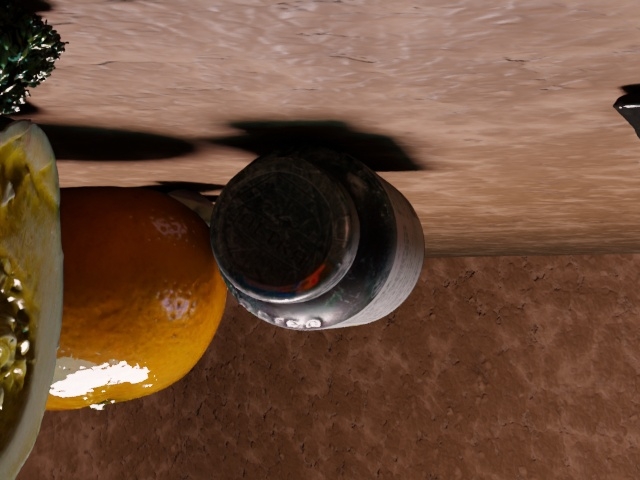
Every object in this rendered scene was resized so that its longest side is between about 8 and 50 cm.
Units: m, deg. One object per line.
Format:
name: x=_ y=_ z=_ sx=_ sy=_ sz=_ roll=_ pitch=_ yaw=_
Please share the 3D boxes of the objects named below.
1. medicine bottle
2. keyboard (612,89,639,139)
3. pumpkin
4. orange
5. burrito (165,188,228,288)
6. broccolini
medicine bottle: x=0.000 y=0.000 z=0.947 sx=0.142 sy=0.141 sz=0.293 roll=0 pitch=177 yaw=11
keyboard: x=0.275 y=-0.060 z=0.806 sx=0.104 sy=0.041 sz=0.381 roll=0 pitch=171 yaw=22
pumpkin: x=-0.284 y=0.034 z=0.686 sx=0.197 sy=0.263 sz=0.293 roll=7 pitch=-179 yaw=6
orange: x=-0.190 y=0.049 z=0.940 sx=0.240 sy=0.171 sz=0.240 roll=-4 pitch=173 yaw=-1
burrito: x=-0.170 y=-0.002 z=1.302 sx=0.229 sy=0.089 sz=0.144 roll=-2 pitch=134 yaw=51
broccolini: x=-0.194 y=-0.071 z=0.512 sx=0.194 sy=0.052 sz=0.054 roll=0 pitch=173 yaw=18
